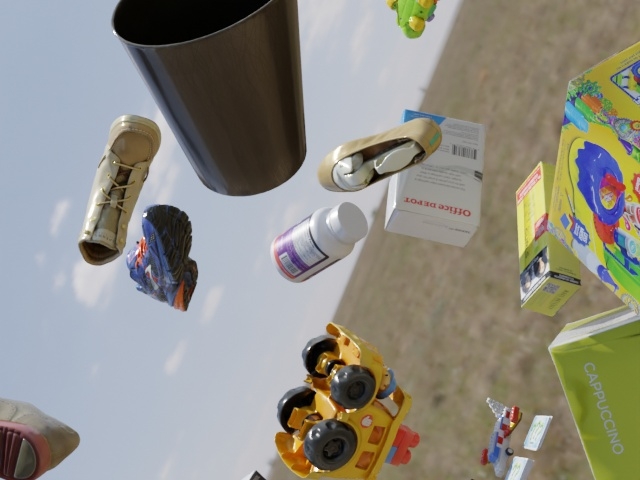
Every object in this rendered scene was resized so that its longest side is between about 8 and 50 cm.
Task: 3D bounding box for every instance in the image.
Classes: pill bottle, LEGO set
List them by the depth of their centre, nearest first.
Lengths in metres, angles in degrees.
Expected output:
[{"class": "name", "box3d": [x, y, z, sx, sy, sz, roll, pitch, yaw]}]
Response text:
[{"class": "LEGO set", "box3d": [0.246, 0.321, 1.836, 0.244, 0.060, 0.183, 126, 168, -83]}, {"class": "pill bottle", "box3d": [0.000, 0.000, 2.534, 0.193, 0.108, 0.108, -32, 23, 40]}]

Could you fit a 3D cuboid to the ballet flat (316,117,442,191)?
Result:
[{"class": "ballet flat", "box3d": [0.079, -0.122, 1.985, 0.232, 0.080, 0.073, -26, 23, 32]}]

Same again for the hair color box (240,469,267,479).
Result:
[{"class": "hair color box", "box3d": [-0.123, 0.353, 1.563, 0.167, 0.053, 0.093, -44, 6, 44]}]

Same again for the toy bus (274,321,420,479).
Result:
[{"class": "toy bus", "box3d": [0.065, 0.259, 1.964, 0.220, 0.211, 0.149, -67, 27, 10]}]

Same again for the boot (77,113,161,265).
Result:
[{"class": "boot", "box3d": [-0.360, -0.086, 2.284, 0.262, 0.095, 0.204, 131, 154, -55]}]

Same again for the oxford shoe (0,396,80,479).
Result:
[{"class": "oxford shoe", "box3d": [-0.564, 0.320, 2.200, 0.130, 0.348, 0.123, -16, -61, -57]}]

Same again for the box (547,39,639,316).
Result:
[{"class": "box", "box3d": [0.451, -0.058, 1.615, 0.177, 0.279, 0.290, -30, -34, -19]}]

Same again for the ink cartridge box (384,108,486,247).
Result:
[{"class": "ink cartridge box", "box3d": [0.194, -0.105, 2.180, 0.086, 0.148, 0.203, 114, 167, -61]}]

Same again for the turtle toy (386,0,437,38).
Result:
[{"class": "turtle toy", "box3d": [0.170, -0.416, 2.302, 0.066, 0.095, 0.130, -17, -39, -35]}]

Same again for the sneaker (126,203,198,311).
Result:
[{"class": "sneaker", "box3d": [-0.217, 0.025, 1.698, 0.221, 0.087, 0.083, 91, -169, -57]}]

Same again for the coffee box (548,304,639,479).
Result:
[{"class": "coffee box", "box3d": [0.579, 0.253, 2.018, 0.334, 0.338, 0.338, -11, -98, -74]}]

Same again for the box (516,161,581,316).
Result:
[{"class": "box", "box3d": [0.343, -0.005, 1.955, 0.087, 0.058, 0.232, 124, 159, -47]}]

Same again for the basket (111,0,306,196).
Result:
[{"class": "basket", "box3d": [-0.098, -0.170, 1.363, 0.204, 0.154, 0.227, -34, -43, -21]}]
